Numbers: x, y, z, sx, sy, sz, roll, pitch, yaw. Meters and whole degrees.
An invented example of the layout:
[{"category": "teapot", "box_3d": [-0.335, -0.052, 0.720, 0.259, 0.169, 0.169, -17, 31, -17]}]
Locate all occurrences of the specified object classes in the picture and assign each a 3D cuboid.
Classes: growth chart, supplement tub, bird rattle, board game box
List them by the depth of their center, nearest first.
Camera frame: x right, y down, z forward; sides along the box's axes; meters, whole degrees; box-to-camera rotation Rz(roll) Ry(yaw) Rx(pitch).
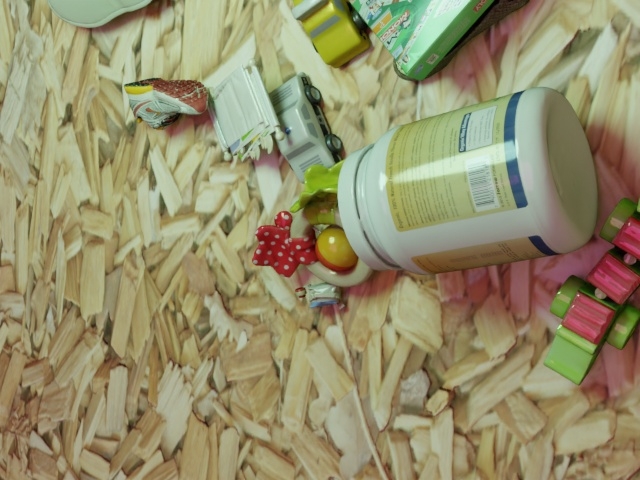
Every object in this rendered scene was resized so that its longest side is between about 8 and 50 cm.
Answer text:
[{"category": "supplement tub", "box_3d": [0.206, -0.073, 1.152, 0.316, 0.228, 0.228, -11, 92, 35]}, {"category": "board game box", "box_3d": [0.185, -0.420, 1.168, 0.317, 0.046, 0.213, -47, 59, 26]}, {"category": "bird rattle", "box_3d": [0.000, 0.000, 1.362, 0.207, 0.143, 0.253, 40, 127, 7]}, {"category": "growth chart", "box_3d": [-0.142, -0.221, 1.438, 0.237, 0.021, 0.171, -13, 94, 59]}]

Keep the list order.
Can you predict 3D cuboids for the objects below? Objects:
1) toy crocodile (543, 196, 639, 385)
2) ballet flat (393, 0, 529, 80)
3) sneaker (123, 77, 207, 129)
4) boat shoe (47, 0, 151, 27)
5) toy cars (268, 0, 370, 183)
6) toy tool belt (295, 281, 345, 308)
[{"category": "toy crocodile", "box_3d": [0.407, 0.054, 1.114, 0.115, 0.105, 0.340, 36, 117, 24]}, {"category": "ballet flat", "box_3d": [0.203, -0.322, 1.210, 0.250, 0.058, 0.084, -28, 84, 34]}, {"category": "sneaker", "box_3d": [-0.288, -0.258, 1.544, 0.225, 0.088, 0.092, 15, 121, 46]}, {"category": "boat shoe", "box_3d": [-0.416, -0.496, 1.581, 0.305, 0.091, 0.109, 0, 136, 36]}, {"category": "toy cars", "box_3d": [-0.021, -0.285, 1.352, 0.177, 0.087, 0.393, 22, 111, 30]}, {"category": "toy tool belt", "box_3d": [-0.001, 0.104, 1.432, 0.083, 0.052, 0.051, -11, 99, 16]}]
